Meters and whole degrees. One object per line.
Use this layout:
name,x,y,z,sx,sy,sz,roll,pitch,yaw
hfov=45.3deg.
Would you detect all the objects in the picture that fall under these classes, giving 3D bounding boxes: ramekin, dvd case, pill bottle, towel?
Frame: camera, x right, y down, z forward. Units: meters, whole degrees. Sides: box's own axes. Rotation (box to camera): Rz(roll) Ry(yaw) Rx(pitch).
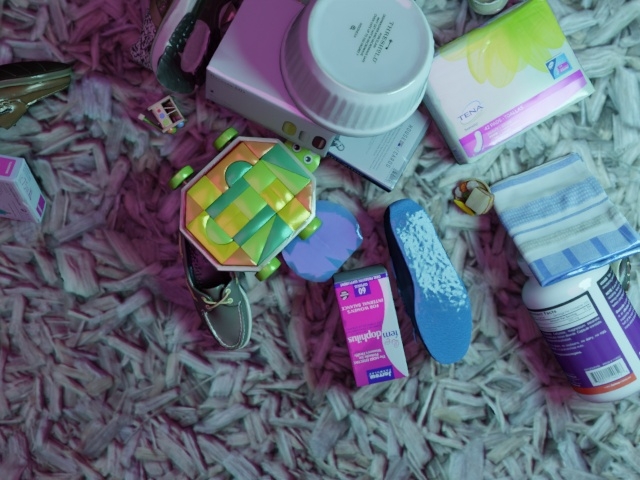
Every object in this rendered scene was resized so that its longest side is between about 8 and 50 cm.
ramekin,0.070,-0.325,1.319,0.273,0.127,0.272,2,78,-10
dvd case,0.081,-0.230,1.532,0.239,0.029,0.179,31,76,-3
pill bottle,0.524,0.148,1.526,0.181,0.181,0.323,-30,95,4
towel,0.462,-0.048,1.477,0.209,0.285,0.034,-21,134,4

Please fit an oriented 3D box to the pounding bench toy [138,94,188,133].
pounding bench toy,-0.319,-0.244,1.549,0.083,0.052,0.065,-30,96,4

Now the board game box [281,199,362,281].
board game box,0.000,0.000,1.587,0.133,0.033,0.168,42,90,1

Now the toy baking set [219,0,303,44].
toy baking set,-0.105,-0.434,1.540,0.256,0.030,0.196,-2,100,2

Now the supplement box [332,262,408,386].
supplement box,0.101,0.171,1.566,0.111,0.114,0.220,-13,98,1

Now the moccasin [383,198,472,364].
moccasin,0.219,0.078,1.557,0.138,0.117,0.342,-15,92,-10

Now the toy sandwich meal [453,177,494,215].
toy sandwich meal,0.310,-0.087,1.559,0.086,0.029,0.085,6,101,30

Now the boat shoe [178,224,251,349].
boat shoe,-0.220,0.089,1.567,0.109,0.091,0.305,-16,96,3

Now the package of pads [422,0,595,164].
package of pads,0.351,-0.317,1.512,0.296,0.101,0.229,-31,96,3

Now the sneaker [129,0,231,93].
sneaker,-0.262,-0.496,1.471,0.182,0.158,0.410,23,88,31

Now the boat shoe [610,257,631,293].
boat shoe,0.616,0.049,1.584,0.042,0.049,0.133,3,90,-28

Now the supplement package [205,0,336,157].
supplement package,-0.055,-0.317,1.437,0.262,0.145,0.204,26,76,-3

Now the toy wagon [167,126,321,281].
toy wagon,-0.118,-0.100,1.511,0.344,0.068,0.267,-44,95,-11

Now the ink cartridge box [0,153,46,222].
ink cartridge box,-0.717,-0.122,1.501,0.311,0.186,0.065,8,65,-2

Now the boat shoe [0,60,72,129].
boat shoe,-0.626,-0.271,1.482,0.307,0.111,0.104,-23,125,-32

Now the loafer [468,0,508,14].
loafer,0.320,-0.574,1.476,0.102,0.092,0.268,2,91,24
